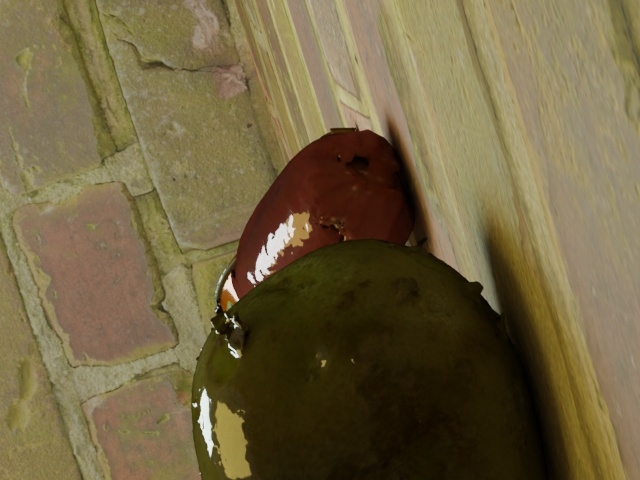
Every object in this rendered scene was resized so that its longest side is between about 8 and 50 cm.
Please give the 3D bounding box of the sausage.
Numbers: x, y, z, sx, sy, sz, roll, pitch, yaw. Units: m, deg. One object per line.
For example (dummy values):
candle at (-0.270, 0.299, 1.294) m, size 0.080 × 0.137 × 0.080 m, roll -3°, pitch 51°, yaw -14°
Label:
sausage at (0.000, 0.000, 1.617) m, size 0.280 × 0.152 × 0.152 m, roll -52°, pitch 51°, yaw 52°

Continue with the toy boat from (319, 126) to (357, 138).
toy boat at (0.037, -0.067, 1.878) m, size 0.047 × 0.049 × 0.149 m, roll -117°, pitch 9°, yaw -65°

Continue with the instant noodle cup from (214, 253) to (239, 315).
instant noodle cup at (0.016, 0.099, 1.824) m, size 0.182 × 0.230 × 0.230 m, roll 58°, pitch 169°, yaw 34°

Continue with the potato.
potato at (0.044, 0.180, 1.236) m, size 0.219 × 0.269 × 0.359 m, roll -80°, pitch -27°, yaw -62°
